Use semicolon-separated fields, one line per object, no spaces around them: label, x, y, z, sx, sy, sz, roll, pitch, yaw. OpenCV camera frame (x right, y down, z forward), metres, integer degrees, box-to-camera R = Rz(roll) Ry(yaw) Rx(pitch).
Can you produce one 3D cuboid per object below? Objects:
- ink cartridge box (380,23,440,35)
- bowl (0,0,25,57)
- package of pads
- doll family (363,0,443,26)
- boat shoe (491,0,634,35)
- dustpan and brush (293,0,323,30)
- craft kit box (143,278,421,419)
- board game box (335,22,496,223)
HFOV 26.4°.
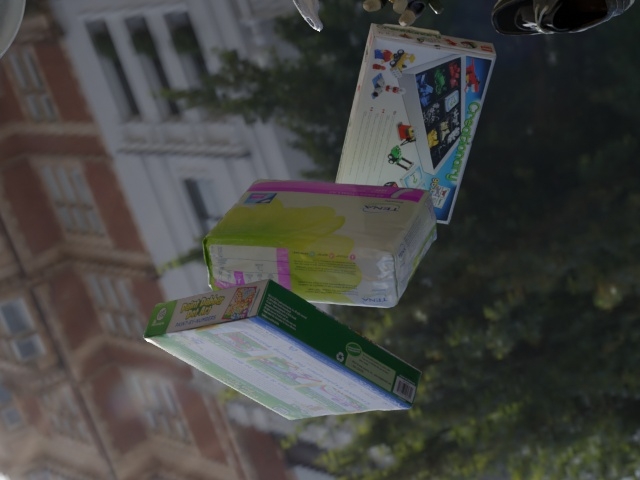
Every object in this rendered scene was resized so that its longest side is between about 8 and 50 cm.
ink cartridge box;0.139;-0.279;2.298;0.109;0.150;0.063;11;-153;18
bowl;-0.614;-0.389;2.101;0.298;0.298;0.134;-25;-159;-17
package of pads;0.000;0.000;1.974;0.296;0.101;0.229;3;-153;18
doll family;0.066;-0.328;1.544;0.076;0.193;0.111;-16;-155;41
boat shoe;0.346;-0.344;2.027;0.233;0.084;0.079;-4;-147;41
dustpan and brush;-0.041;-0.301;1.368;0.060;0.211;0.147;-32;165;-17
craft kit box;-0.048;0.139;1.658;0.246;0.250;0.061;-17;-132;48
board game box;0.142;-0.177;2.135;0.193;0.305;0.053;9;-149;-7
